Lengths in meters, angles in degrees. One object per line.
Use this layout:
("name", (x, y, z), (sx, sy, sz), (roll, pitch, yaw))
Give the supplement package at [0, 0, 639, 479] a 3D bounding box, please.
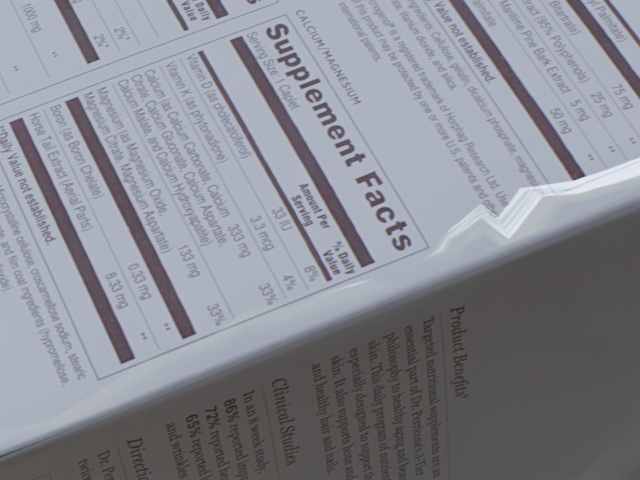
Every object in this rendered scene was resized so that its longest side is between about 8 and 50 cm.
("supplement package", (0.000, 0.000, 0.585), (0.262, 0.198, 0.199), (-22, -37, -12))
